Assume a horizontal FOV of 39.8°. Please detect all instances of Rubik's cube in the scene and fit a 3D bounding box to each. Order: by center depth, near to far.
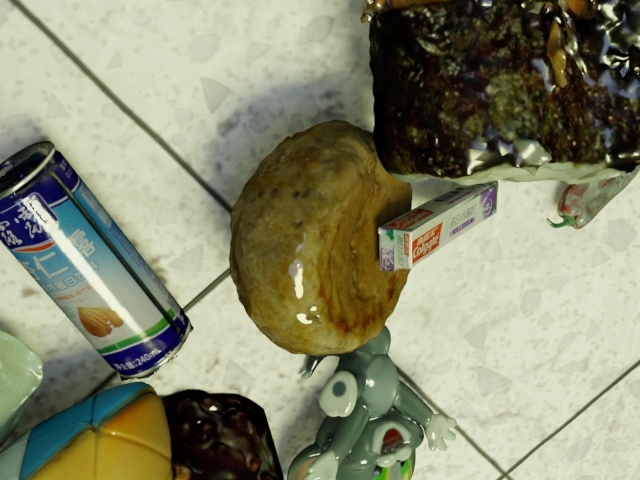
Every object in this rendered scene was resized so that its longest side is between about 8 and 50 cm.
[{"bbox_3d":[-0.255,0.287,0.908,0.254,0.254,0.254,-7,116,-13],"label":"Rubik's cube"}]

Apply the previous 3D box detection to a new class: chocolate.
[{"bbox_3d":[-0.133,0.302,0.965,0.206,0.177,0.224,-17,117,-8],"label":"chocolate"}]

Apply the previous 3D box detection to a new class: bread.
[{"bbox_3d":[0.000,0.000,0.859,0.230,0.123,0.230,-16,109,-54],"label":"bread"}]

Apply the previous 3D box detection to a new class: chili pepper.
[{"bbox_3d":[0.314,-0.061,1.001,0.153,0.041,0.050,-44,140,-11],"label":"chili pepper"}]

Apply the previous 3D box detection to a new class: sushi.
[{"bbox_3d":[0.208,-0.158,0.787,0.348,0.234,0.208,-13,100,-36],"label":"sushi"}]

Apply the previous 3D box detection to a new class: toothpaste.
[{"bbox_3d":[0.124,-0.018,0.898,0.196,0.040,0.047,-27,119,-50],"label":"toothpaste"}]

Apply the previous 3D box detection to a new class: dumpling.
[{"bbox_3d":[-0.377,0.169,0.868,0.219,0.108,0.152,-42,119,3],"label":"dumpling"}]

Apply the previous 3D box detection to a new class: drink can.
[{"bbox_3d":[-0.225,0.024,0.852,0.097,0.097,0.235,-32,120,0],"label":"drink can"}]

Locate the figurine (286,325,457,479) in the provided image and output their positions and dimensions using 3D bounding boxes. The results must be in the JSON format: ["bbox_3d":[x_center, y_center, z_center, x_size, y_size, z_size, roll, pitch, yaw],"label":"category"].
[{"bbox_3d":[0.036,0.200,0.991,0.193,0.140,0.265,-26,109,-29],"label":"figurine"}]
